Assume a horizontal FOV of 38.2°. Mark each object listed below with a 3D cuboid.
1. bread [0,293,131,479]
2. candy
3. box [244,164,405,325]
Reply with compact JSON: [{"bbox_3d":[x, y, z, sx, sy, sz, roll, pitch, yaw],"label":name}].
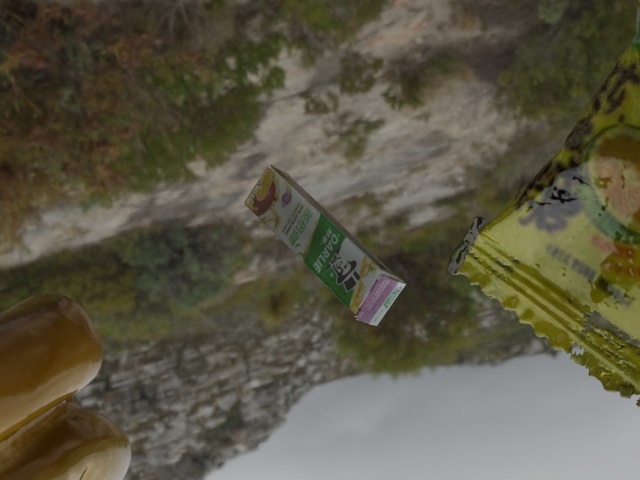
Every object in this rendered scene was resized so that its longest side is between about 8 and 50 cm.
[{"bbox_3d":[-0.360,0.204,0.795,0.328,0.245,0.424,-8,-167,24],"label":"bread"},{"bbox_3d":[0.232,-0.055,0.647,0.081,0.187,0.297,7,117,-56],"label":"candy"},{"bbox_3d":[0.000,0.000,0.862,0.041,0.207,0.050,23,105,-44],"label":"box"}]
